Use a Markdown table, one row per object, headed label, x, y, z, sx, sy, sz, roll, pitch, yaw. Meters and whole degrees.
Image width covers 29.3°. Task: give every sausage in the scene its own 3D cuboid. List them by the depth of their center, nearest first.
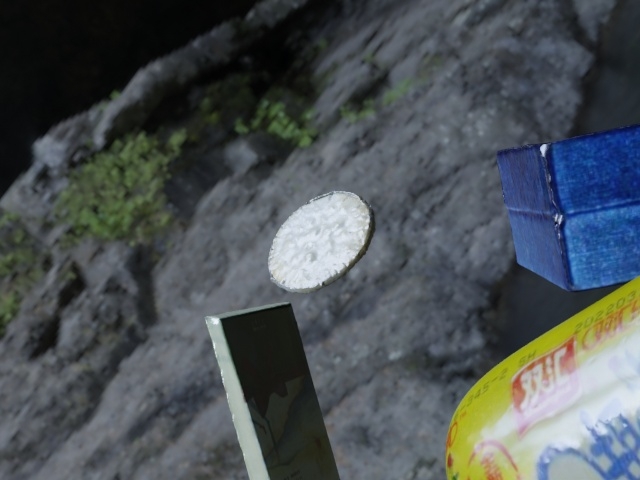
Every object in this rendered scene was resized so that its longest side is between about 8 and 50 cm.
| label | x | y | z | sx | sy | sz | roll | pitch | yaw |
| --- | --- | --- | --- | --- | --- | --- | --- | --- | --- |
| sausage | 0.196 | 0.066 | 0.601 | 0.347 | 0.123 | 0.123 | -36 | 12 | 30 |

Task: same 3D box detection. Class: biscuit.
| label | x | y | z | sx | sy | sz | roll | pitch | yaw |
| --- | --- | --- | --- | --- | --- | --- | --- | --- | --- |
| biscuit | 0.000 | 0.000 | 1.479 | 0.152 | 0.020 | 0.152 | -22 | 43 | 22 |

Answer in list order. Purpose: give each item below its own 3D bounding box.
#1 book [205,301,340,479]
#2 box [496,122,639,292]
| label | x | y | z | sx | sy | sz | roll | pitch | yaw |
| --- | --- | --- | --- | --- | --- | --- | --- | --- | --- |
| book | -0.037 | 0.209 | 1.305 | 0.026 | 0.290 | 0.201 | -19 | -4 | 19 |
| box | 0.286 | -0.044 | 0.892 | 0.278 | 0.116 | 0.261 | -10 | 3 | 3 |
